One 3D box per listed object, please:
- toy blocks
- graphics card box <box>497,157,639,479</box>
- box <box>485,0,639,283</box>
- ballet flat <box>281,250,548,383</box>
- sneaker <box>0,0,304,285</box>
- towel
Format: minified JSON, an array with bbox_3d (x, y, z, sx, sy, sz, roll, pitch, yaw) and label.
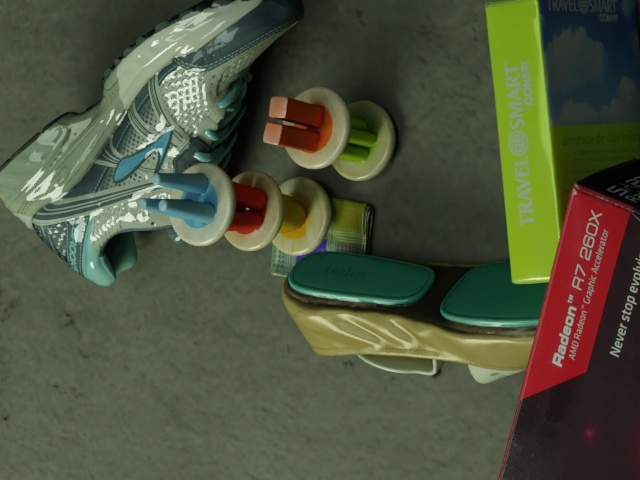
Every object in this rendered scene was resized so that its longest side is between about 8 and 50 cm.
[{"bbox_3d":[-0.036,-0.046,1.196,0.123,0.148,0.054,-50,60,22],"label":"toy blocks"},{"bbox_3d":[0.271,0.129,0.953,0.371,0.094,0.232,25,114,29],"label":"graphics card box"},{"bbox_3d":[0.144,-0.069,1.089,0.042,0.109,0.178,-4,91,39],"label":"box"},{"bbox_3d":[0.082,0.050,1.183,0.232,0.080,0.073,7,127,37],"label":"ballet flat"},{"bbox_3d":[-0.093,-0.072,1.294,0.283,0.110,0.122,-38,89,36],"label":"sneaker"},{"bbox_3d":[0.000,0.000,1.269,0.083,0.009,0.060,11,101,36],"label":"towel"}]
